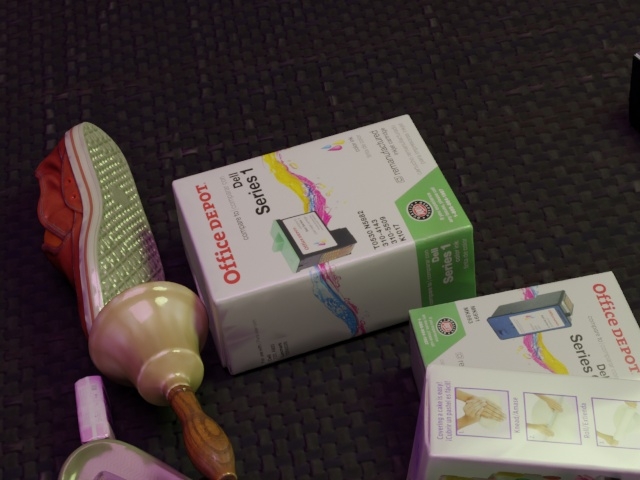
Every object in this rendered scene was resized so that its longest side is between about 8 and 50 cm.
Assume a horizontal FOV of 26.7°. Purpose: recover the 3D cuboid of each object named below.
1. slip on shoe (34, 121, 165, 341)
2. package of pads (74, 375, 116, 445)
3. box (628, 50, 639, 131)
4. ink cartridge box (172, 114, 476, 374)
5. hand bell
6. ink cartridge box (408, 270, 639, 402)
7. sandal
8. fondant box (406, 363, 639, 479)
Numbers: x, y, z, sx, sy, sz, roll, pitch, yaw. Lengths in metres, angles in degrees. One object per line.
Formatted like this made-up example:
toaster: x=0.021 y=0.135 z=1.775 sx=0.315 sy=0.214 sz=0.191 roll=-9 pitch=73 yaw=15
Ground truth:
slip on shoe: x=-0.250 y=0.011 z=1.483 sx=0.101 sy=0.123 sz=0.331 roll=-36 pitch=48 yaw=17
package of pads: x=-0.222 y=0.180 z=1.334 sx=0.032 sy=0.050 sz=0.083 roll=-13 pitch=45 yaw=-5
box: x=0.484 y=-0.171 z=1.549 sx=0.207 sy=0.108 sz=0.153 roll=-24 pitch=46 yaw=-15
ink cartridge box: x=0.000 y=0.000 z=1.437 sx=0.278 sy=0.117 sz=0.201 roll=-16 pitch=45 yaw=-8
hand bell: x=-0.127 y=0.154 z=1.268 sx=0.126 sy=0.126 sz=0.242 roll=-21 pitch=37 yaw=-13
ink cartridge box: x=0.203 y=0.128 z=1.298 sx=0.212 sy=0.093 sz=0.154 roll=-9 pitch=44 yaw=-4
sandal: x=-0.111 y=0.259 z=1.207 sx=0.302 sy=0.086 sz=0.120 roll=21 pitch=52 yaw=17
fondant box: x=0.233 y=0.217 z=1.068 sx=0.330 sy=0.238 sz=0.096 roll=4 pitch=45 yaw=-1
